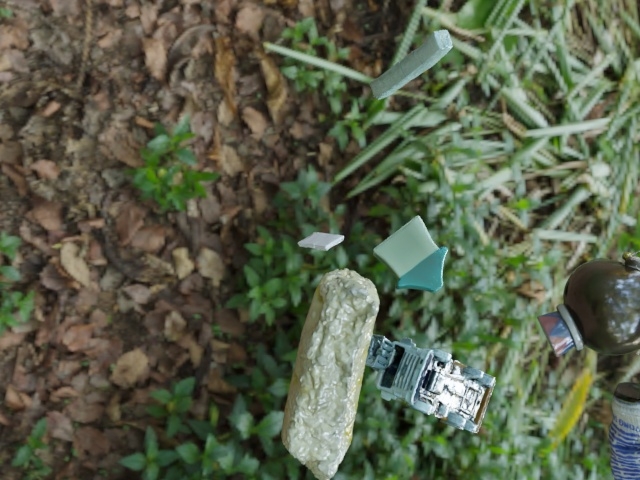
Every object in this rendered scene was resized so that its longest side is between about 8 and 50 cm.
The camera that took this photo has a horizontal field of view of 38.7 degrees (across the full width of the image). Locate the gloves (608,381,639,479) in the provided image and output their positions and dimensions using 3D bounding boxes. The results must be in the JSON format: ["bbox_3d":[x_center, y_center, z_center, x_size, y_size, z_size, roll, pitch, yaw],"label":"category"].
[{"bbox_3d":[0.508,0.334,1.464,0.097,0.119,0.229,-30,115,-21],"label":"gloves"}]

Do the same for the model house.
[{"bbox_3d":[0.196,0.044,1.873,0.127,0.100,0.149,-37,82,-1],"label":"model house"}]

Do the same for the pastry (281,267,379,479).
[{"bbox_3d":[0.013,0.157,1.079,0.121,0.089,0.258,-43,148,-72],"label":"pastry"}]

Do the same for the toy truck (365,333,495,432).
[{"bbox_3d":[0.216,0.295,1.915,0.338,0.184,0.133,31,77,-48],"label":"toy truck"}]

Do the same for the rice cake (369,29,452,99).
[{"bbox_3d":[0.176,-0.344,1.813,0.042,0.245,0.045,-14,82,-33],"label":"rice cake"}]

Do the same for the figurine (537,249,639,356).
[{"bbox_3d":[0.451,0.085,1.339,0.275,0.158,0.161,-15,109,-14],"label":"figurine"}]

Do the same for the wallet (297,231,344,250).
[{"bbox_3d":[0.000,0.000,1.536,0.044,0.083,0.011,-32,113,-29],"label":"wallet"}]
